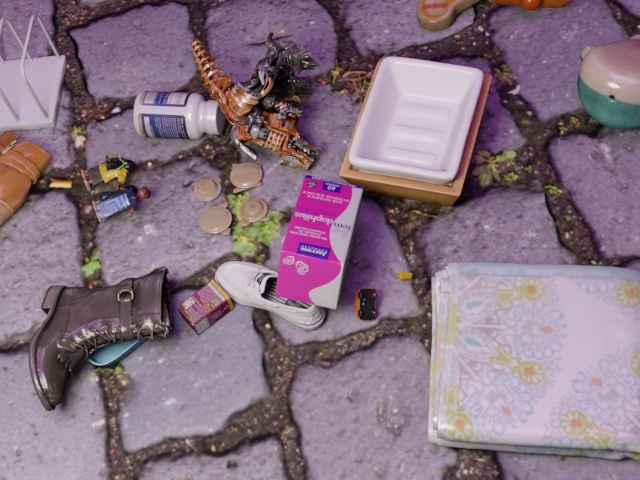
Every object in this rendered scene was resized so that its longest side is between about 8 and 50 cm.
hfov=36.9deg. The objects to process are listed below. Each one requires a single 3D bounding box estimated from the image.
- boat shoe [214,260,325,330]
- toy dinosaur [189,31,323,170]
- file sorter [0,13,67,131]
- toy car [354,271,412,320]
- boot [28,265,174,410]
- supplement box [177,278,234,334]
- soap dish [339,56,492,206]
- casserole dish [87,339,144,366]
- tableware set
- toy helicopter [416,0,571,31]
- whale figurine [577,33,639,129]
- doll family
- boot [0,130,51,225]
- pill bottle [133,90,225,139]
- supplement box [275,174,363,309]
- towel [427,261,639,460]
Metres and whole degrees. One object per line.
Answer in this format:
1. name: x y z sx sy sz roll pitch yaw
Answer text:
1. boat shoe: -0.092 0.081 1.707 0.226 0.076 0.083 21 62 20
2. toy dinosaur: -0.117 -0.281 1.873 0.322 0.164 0.218 47 73 -17
3. file sorter: -0.706 -0.353 2.018 0.277 0.173 0.193 -4 58 6
4. toy car: 0.108 0.098 1.702 0.122 0.060 0.040 -20 11 -24
5. boot: -0.367 0.160 1.646 0.229 0.091 0.263 -5 55 6
6. supplement box: -0.205 0.120 1.718 0.083 0.043 0.055 -37 60 -15
7. soap dish: 0.185 -0.205 1.824 0.229 0.118 0.291 11 60 15
8. casserole dish: -0.357 0.153 1.724 0.188 0.037 0.114 -39 60 -17
9. tableware set: -0.173 -0.081 1.857 0.141 0.020 0.169 -13 56 -2
10. toy helicopter: 0.370 -0.544 2.032 0.355 0.140 0.235 -32 67 0
11. whale figurine: 0.596 -0.306 1.841 0.216 0.141 0.272 24 39 21
12. doll family: -0.399 -0.107 1.879 0.111 0.076 0.193 -21 62 -10
13. boot: -0.702 -0.147 1.921 0.283 0.109 0.220 24 65 19
14. pill bottle: -0.283 -0.251 1.937 0.169 0.094 0.094 4 58 11
15. supplement box: 0.000 0.000 1.679 0.111 0.114 0.220 12 42 3
16. towel: 0.362 0.191 1.567 0.374 0.090 0.321 2 61 9
